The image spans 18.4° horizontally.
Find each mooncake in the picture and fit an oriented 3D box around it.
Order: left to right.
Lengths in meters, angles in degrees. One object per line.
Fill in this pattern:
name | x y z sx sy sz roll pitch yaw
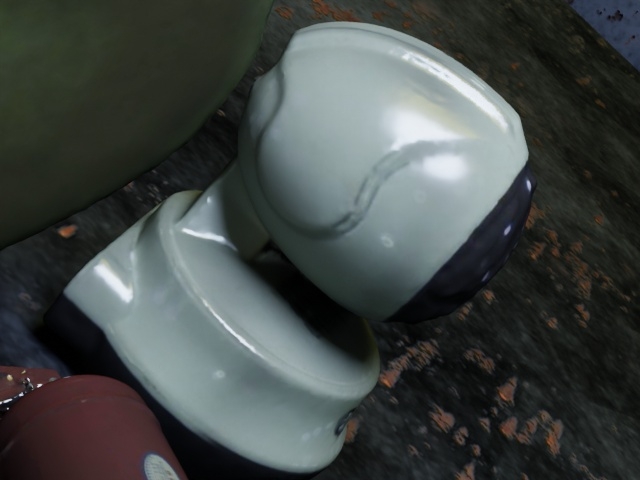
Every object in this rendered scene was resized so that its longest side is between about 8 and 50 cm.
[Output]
mooncake | -0.205 -0.160 1.021 0.356 0.356 0.194 17 33 -47

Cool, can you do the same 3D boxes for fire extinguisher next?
fire extinguisher | -0.101 0.168 0.939 0.141 0.105 0.341 -1 37 -31

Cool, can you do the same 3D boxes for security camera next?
security camera | 0.000 0.000 1.175 0.191 0.277 0.197 42 21 1
